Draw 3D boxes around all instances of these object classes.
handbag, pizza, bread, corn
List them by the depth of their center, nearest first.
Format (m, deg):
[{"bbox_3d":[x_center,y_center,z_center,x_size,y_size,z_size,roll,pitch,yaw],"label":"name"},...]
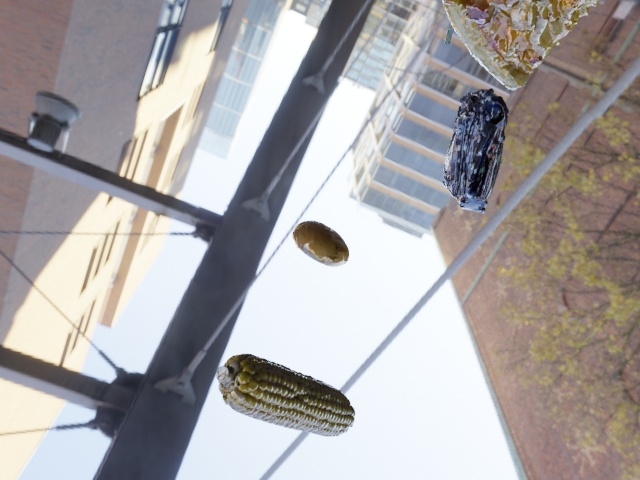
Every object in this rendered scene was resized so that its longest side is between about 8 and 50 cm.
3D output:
[{"bbox_3d":[0.212,-0.299,0.567,0.225,0.336,0.086,12,-129,33],"label":"pizza"},{"bbox_3d":[-0.036,0.186,0.670,0.207,0.068,0.068,33,-165,-37],"label":"corn"},{"bbox_3d":[0.333,-0.198,1.234,0.113,0.261,0.162,6,-157,-2],"label":"handbag"},{"bbox_3d":[0.000,0.000,1.246,0.114,0.078,0.189,9,-164,-25],"label":"bread"}]

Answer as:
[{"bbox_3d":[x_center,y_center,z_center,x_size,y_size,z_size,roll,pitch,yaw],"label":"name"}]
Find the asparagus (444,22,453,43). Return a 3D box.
[{"bbox_3d":[0.259,-0.442,1.064,0.016,0.163,0.016,3,-132,-10],"label":"asparagus"}]
